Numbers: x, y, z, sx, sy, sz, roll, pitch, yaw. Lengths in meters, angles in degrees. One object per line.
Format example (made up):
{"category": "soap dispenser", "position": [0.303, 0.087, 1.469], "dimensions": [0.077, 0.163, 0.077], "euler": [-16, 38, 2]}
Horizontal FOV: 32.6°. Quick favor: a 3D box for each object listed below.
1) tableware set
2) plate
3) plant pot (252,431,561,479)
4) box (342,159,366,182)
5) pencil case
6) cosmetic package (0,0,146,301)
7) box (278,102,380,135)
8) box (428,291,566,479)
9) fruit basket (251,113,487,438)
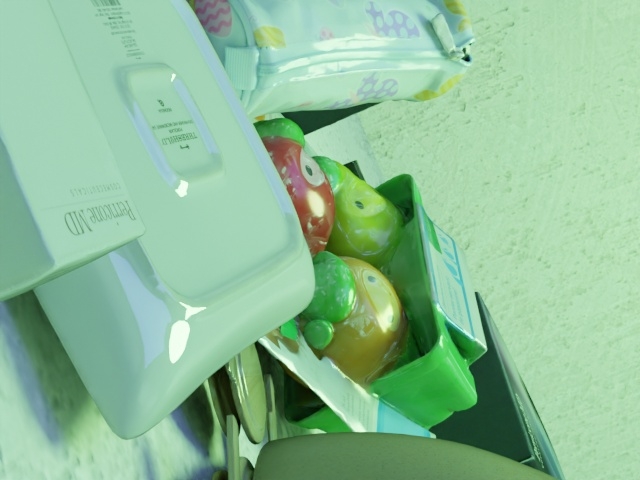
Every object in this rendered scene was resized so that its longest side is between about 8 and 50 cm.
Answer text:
{"category": "tableware set", "position": [-0.057, 0.132, 0.678], "dimensions": [0.128, 0.039, 0.194], "euler": [72, 8, -47]}
{"category": "plate", "position": [-0.099, -0.058, 0.629], "dimensions": [0.278, 0.045, 0.277], "euler": [62, 23, -1]}
{"category": "plant pot", "position": [0.089, 0.240, 0.665], "dimensions": [0.284, 0.191, 0.284], "euler": [-15, 90, -83]}
{"category": "box", "position": [0.018, -0.058, 1.390], "dimensions": [0.052, 0.083, 0.062], "euler": [-49, 116, -79]}
{"category": "pencil case", "position": [0.002, -0.154, 0.862], "dimensions": [0.273, 0.113, 0.124], "euler": [-13, 44, -44]}
{"category": "cosmetic package", "position": [-0.163, -0.087, 0.442], "dimensions": [0.117, 0.086, 0.231], "euler": [-42, 108, -80]}
{"category": "box", "position": [-0.093, -0.313, 1.063], "dimensions": [0.312, 0.179, 0.343], "euler": [-101, 165, -52]}
{"category": "box", "position": [0.179, 0.272, 1.248], "dimensions": [0.296, 0.183, 0.294], "euler": [-98, 161, -58]}
{"category": "fruit basket", "position": [0.000, 0.000, 0.914], "dimensions": [0.353, 0.165, 0.327], "euler": [53, 21, -35]}
